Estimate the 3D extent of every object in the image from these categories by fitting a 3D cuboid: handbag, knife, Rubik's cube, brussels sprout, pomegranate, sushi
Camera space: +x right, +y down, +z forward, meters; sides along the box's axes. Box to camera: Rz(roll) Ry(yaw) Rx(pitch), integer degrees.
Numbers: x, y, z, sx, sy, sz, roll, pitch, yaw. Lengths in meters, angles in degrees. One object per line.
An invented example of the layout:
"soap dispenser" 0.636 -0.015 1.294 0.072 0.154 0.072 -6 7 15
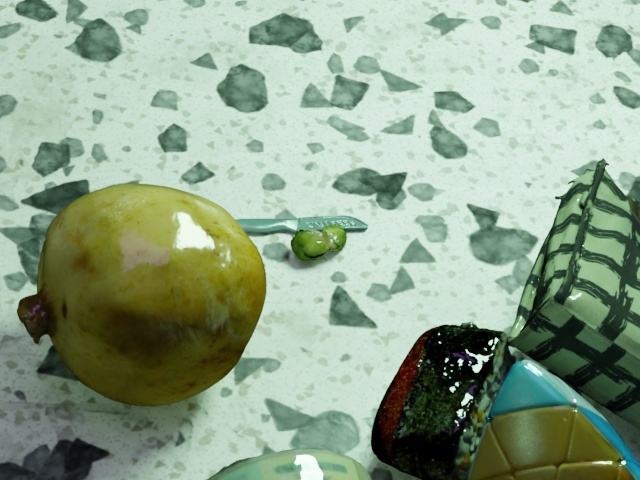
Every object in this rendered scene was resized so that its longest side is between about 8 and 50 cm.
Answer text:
"handbag" 0.428 0.088 2.049 0.325 0.162 0.327 34 45 -9
"knife" -0.036 -0.021 2.218 0.210 0.015 0.028 -2 42 -12
"Rubik's cube" 0.269 0.291 1.915 0.254 0.254 0.254 4 48 -5
"brussels sprout" 0.001 0.000 2.182 0.083 0.046 0.051 -18 13 -24
"pomegranate" -0.207 0.064 1.932 0.307 0.307 0.307 4 48 -5
"sushi" 0.164 0.206 1.962 0.126 0.136 0.225 11 45 31

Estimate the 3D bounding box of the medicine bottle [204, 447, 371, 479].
"medicine bottle" -0.003 0.449 1.653 0.235 0.236 0.406 -7 49 -15
